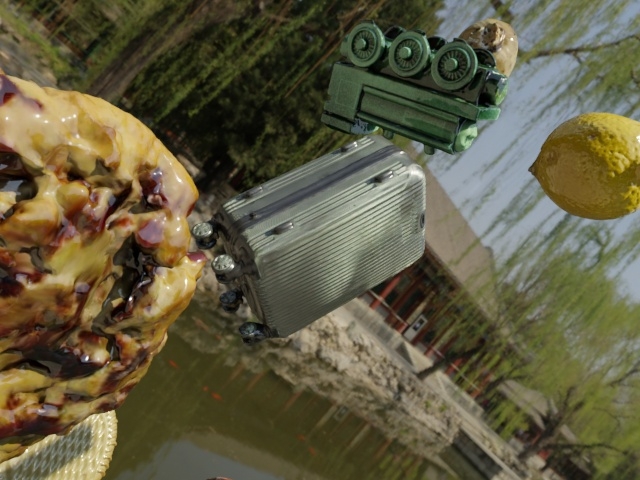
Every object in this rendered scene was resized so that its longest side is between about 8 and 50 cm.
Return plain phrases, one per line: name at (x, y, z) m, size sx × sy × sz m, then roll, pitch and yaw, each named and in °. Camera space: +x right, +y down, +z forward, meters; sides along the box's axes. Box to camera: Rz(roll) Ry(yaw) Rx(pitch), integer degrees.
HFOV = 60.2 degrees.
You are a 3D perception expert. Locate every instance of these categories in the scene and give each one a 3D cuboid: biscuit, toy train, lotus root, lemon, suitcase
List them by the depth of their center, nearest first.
biscuit at (-0.227, 0.051, 0.385) m, size 0.289 × 0.334 × 0.081 m, roll 28°, pitch 15°, yaw -44°
toy train at (0.084, -0.138, 0.513) m, size 0.170 × 0.111 × 0.071 m, roll 28°, pitch 27°, yaw 30°
suitcase at (0.000, 0.000, 0.762) m, size 0.128 × 0.312 × 0.202 m, roll 48°, pitch -21°, yaw 39°
biscuit at (-0.449, 0.345, 0.924) m, size 0.079 × 0.259 × 0.259 m, roll 4°, pitch -24°, yaw 32°
lemon at (0.592, -0.153, 1.168) m, size 0.228 × 0.228 × 0.253 m, roll 43°, pitch -4°, yaw -37°
lotus root at (0.346, -0.372, 1.241) m, size 0.146 × 0.160 × 0.284 m, roll 32°, pitch -15°, yaw 13°

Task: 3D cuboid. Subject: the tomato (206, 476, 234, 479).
tomato at (-0.123, 0.450, 0.785) m, size 0.199 × 0.228 × 0.112 m, roll 6°, pitch -8°, yaw 30°
